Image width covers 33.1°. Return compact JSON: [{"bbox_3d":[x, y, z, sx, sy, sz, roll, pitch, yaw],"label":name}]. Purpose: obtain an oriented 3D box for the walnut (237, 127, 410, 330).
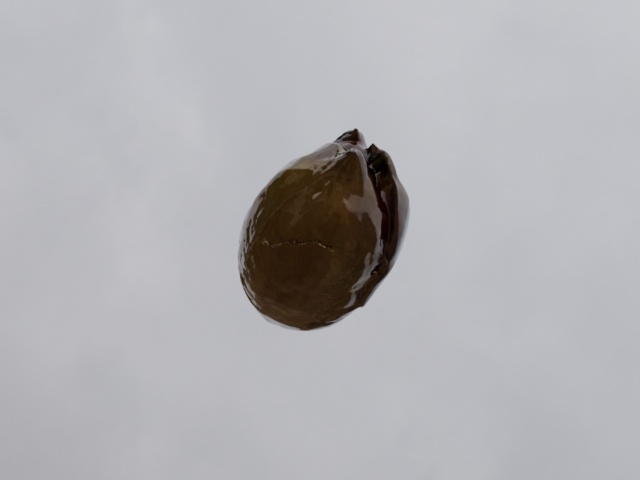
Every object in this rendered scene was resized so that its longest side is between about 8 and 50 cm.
[{"bbox_3d":[0.000,0.000,0.917,0.137,0.137,0.245,37,-32,2],"label":"walnut"}]
